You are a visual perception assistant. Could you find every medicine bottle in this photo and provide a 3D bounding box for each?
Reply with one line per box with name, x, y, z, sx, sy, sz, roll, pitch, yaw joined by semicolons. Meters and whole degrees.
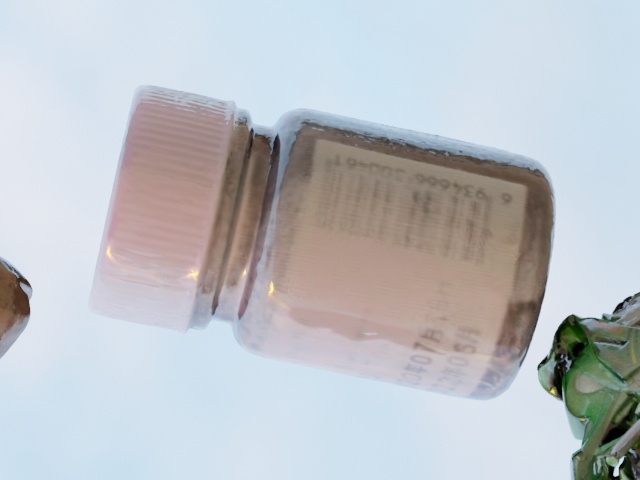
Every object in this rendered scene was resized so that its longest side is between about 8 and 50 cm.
medicine bottle;0.000;0.000;1.250;0.273;0.165;0.165;12;-114;-4

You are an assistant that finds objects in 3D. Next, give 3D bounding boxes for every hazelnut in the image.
hazelnut;-0.198;0.036;1.065;0.086;0.086;0.086;13;-111;-36

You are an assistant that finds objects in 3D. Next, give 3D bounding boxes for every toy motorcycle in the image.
toy motorcycle;0.188;0.094;1.199;0.190;0.106;0.074;-91;-15;-55
